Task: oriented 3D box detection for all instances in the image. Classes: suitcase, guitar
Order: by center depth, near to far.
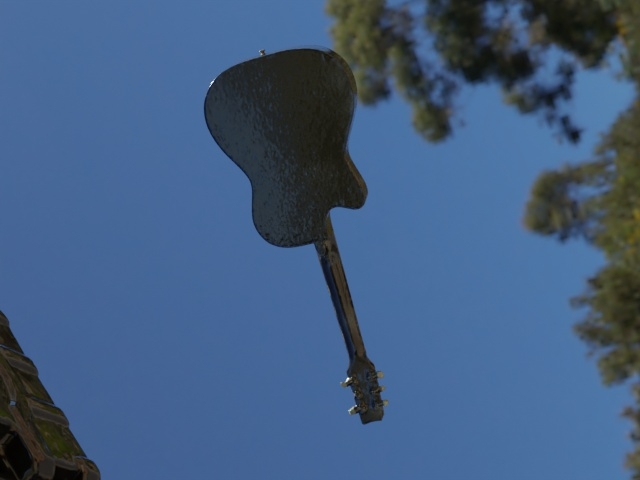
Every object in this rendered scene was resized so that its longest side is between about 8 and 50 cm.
[{"bbox_3d":[0.000,0.000,0.864,0.025,0.088,0.233,-62,-43,-76],"label":"guitar"},{"bbox_3d":[-0.282,0.092,0.999,0.206,0.066,0.285,51,-172,31],"label":"suitcase"}]
